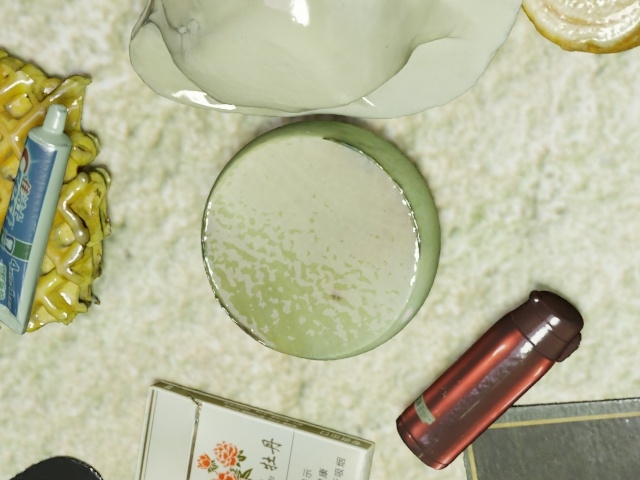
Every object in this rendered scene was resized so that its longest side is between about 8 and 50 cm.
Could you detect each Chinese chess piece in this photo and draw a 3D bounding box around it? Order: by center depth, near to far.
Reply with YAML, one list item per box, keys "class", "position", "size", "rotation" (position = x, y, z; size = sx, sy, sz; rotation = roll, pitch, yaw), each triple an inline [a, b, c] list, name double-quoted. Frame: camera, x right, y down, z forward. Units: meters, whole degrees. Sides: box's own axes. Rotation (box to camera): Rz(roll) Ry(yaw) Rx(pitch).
- class: "Chinese chess piece"
  position: [0.000, 0.000, 1.112]
  size: [0.188, 0.083, 0.188]
  rotation: [3, 100, 16]

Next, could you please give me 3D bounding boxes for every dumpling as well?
- class: "dumpling"
  position: [0.006, -0.182, 1.045]
  size: [0.243, 0.187, 0.318]
  rotation: [25, 151, -24]

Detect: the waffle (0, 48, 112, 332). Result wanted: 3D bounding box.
- class: "waffle"
  position: [-0.293, -0.042, 1.222]
  size: [0.254, 0.052, 0.245]
  rotation: [8, 102, 19]

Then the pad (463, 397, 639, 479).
- class: "pad"
  position: [0.213, 0.313, 1.105]
  size: [0.315, 0.063, 0.375]
  rotation: [-8, 97, 21]

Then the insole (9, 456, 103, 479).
- class: "insole"
  position: [-0.302, 0.329, 1.319]
  size: [0.119, 0.009, 0.348]
  rotation: [40, 110, 10]

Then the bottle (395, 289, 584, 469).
- class: "bottle"
  position: [0.133, 0.105, 1.096]
  size: [0.060, 0.060, 0.164]
  rotation: [45, 111, 6]

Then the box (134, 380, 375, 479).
- class: "box"
  position: [-0.059, 0.195, 1.195]
  size: [0.198, 0.029, 0.109]
  rotation: [14, 105, 16]

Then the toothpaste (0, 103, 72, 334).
- class: "toothpaste"
  position: [-0.236, -0.019, 1.159]
  size: [0.057, 0.035, 0.197]
  rotation: [30, 112, 30]

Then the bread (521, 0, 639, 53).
- class: "bread"
  position: [0.206, -0.201, 1.001]
  size: [0.122, 0.073, 0.149]
  rotation: [47, 111, 8]
